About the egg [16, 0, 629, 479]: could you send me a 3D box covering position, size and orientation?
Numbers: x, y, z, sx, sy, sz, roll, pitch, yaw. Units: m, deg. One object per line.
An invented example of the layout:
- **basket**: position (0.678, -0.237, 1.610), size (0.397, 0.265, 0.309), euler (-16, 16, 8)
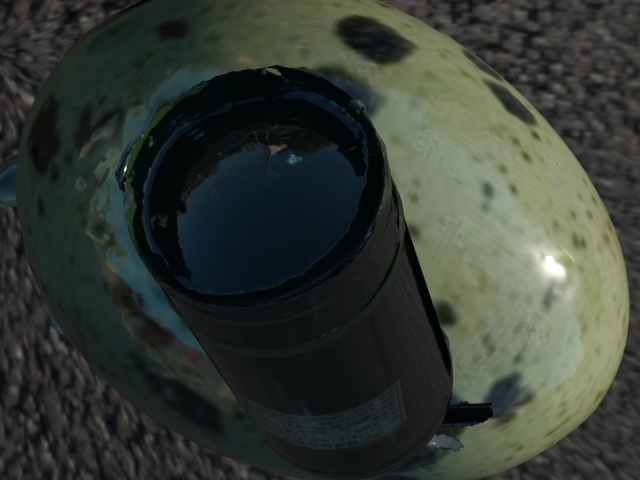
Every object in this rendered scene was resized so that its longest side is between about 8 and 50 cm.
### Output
- **egg**: position (0.000, 0.000, 1.119), size (0.379, 0.287, 0.287), euler (31, 90, 12)

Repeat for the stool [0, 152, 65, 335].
- **stool**: position (-0.141, -0.008, 1.590), size (0.199, 0.195, 0.195), euler (-32, 60, 2)

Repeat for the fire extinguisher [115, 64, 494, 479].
- **fire extinguisher**: position (0.001, 0.035, 0.741), size (0.118, 0.294, 0.093), euler (2, 68, 11)
